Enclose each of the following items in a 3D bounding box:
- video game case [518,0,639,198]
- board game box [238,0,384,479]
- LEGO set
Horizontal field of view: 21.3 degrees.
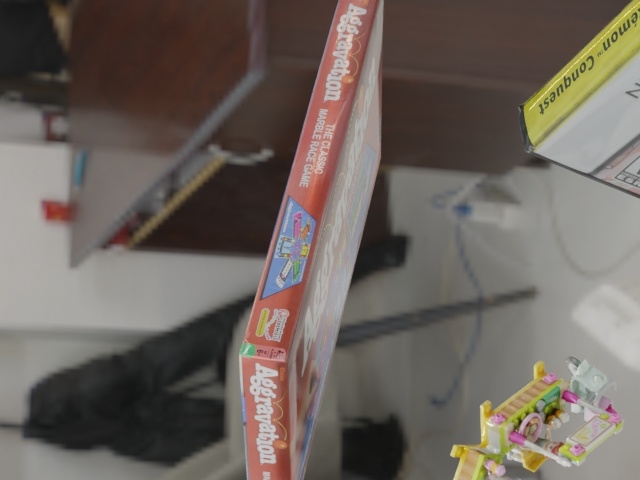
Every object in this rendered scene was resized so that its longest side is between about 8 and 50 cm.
[{"bbox_3d":[0.280,-0.081,0.836,0.248,0.275,0.035,-45,36,41],"label":"video game case"},{"bbox_3d":[0.000,0.000,0.940,0.145,0.027,0.281,88,-167,-48],"label":"board game box"},{"bbox_3d":[0.195,0.228,1.597,0.107,0.287,0.132,24,154,38],"label":"LEGO set"}]
